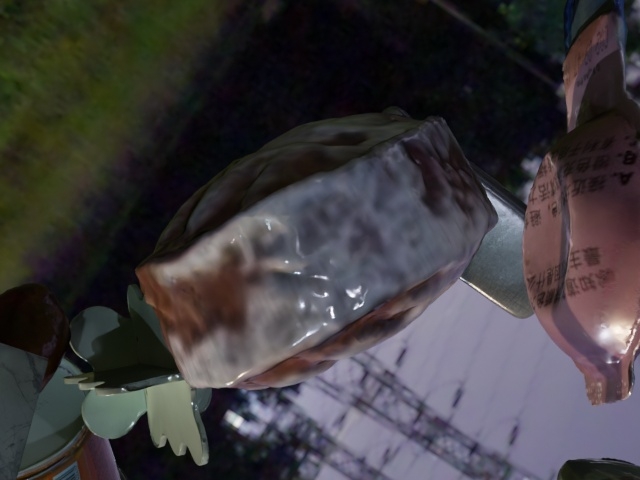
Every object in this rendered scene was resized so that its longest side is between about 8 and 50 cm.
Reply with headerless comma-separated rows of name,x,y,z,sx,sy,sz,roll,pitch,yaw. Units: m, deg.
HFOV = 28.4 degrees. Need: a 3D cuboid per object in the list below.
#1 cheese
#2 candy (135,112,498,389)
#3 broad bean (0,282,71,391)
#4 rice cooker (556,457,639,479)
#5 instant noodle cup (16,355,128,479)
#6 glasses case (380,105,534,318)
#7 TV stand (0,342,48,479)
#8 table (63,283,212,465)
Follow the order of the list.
cheese,0.176,-0.039,0.801,0.189,0.074,0.286,128,-36,-71
candy,0.000,0.000,0.875,0.214,0.157,0.289,-28,-179,33
broad bean,-0.287,0.111,1.144,0.114,0.084,0.165,-23,-156,21
rice cooker,0.306,0.292,1.268,0.206,0.145,0.127,-108,-150,-72
instant noodle cup,-0.375,0.277,1.542,0.296,0.296,0.214,-60,159,-47
glasses case,0.177,-0.034,1.633,0.131,0.323,0.074,-53,-176,14
TV stand,-0.246,0.198,0.868,0.040,0.049,0.256,-9,-116,48
table,-0.145,0.120,1.188,0.166,0.166,0.198,-57,-163,-14
